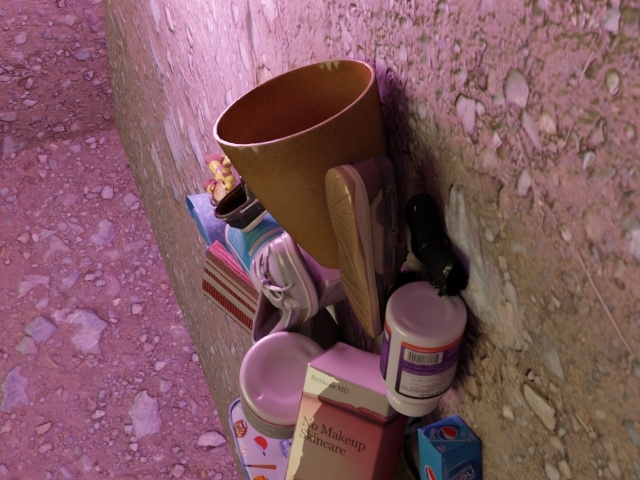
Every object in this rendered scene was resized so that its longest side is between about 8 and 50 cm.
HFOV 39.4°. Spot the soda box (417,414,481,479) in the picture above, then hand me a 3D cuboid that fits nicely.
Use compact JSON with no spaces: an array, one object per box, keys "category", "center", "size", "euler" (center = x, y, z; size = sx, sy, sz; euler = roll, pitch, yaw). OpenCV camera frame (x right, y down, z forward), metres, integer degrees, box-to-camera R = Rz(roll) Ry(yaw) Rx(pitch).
[{"category":"soda box","center":[0.194,0.368,1.320],"size":[0.071,0.067,0.210],"euler":[-135,33,-57]}]

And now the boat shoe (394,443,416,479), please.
[{"category":"boat shoe","center":[0.091,0.364,1.561],"size":[0.103,0.113,0.302],"euler":[-5,102,67]}]

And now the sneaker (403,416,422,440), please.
[{"category":"sneaker","center":[0.137,0.287,1.485],"size":[0.098,0.038,0.069],"euler":[111,142,-48]}]

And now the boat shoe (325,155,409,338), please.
[{"category":"boat shoe","center":[0.075,0.013,1.204],"size":[0.103,0.092,0.285],"euler":[-129,22,-51]}]

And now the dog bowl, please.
[{"category":"dog bowl","center":[-0.268,0.002,2.360],"size":[0.166,0.074,0.297],"euler":[43,155,57]}]

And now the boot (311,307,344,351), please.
[{"category":"boot","center":[0.043,0.225,1.672],"size":[0.246,0.083,0.161],"euler":[67,159,-5]}]

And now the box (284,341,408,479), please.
[{"category":"box","center":[0.047,0.303,1.412],"size":[0.148,0.127,0.232],"euler":[18,108,22]}]

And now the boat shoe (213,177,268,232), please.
[{"category":"boat shoe","center":[-0.110,-0.104,1.662],"size":[0.233,0.079,0.084],"euler":[-43,34,32]}]

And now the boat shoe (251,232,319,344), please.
[{"category":"boat shoe","center":[-0.071,0.099,1.548],"size":[0.320,0.103,0.118],"euler":[98,151,-61]}]

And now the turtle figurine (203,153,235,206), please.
[{"category":"turtle figurine","center":[-0.231,-0.109,2.180],"size":[0.217,0.087,0.269],"euler":[-130,28,-55]}]

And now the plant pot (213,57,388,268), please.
[{"category":"plant pot","center":[0.006,-0.094,1.283],"size":[0.237,0.237,0.254],"euler":[45,162,58]}]

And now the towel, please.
[{"category":"towel","center":[-0.196,0.141,2.240],"size":[0.237,0.037,0.329],"euler":[41,157,7]}]

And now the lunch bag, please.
[{"category":"lunch bag","center":[-0.042,0.437,1.866],"size":[0.115,0.243,0.303],"euler":[42,-154,-76]}]

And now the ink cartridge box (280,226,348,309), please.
[{"category":"ink cartridge box","center":[0.000,0.000,1.557],"size":[0.148,0.086,0.203],"euler":[113,136,-66]}]

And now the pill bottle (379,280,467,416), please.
[{"category":"pill bottle","center":[0.137,0.157,1.234],"size":[0.193,0.108,0.108],"euler":[92,155,-45]}]

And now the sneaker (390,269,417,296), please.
[{"category":"sneaker","center":[0.106,0.062,1.327],"size":[0.170,0.063,0.075],"euler":[55,155,35]}]

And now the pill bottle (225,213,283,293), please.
[{"category":"pill bottle","center":[-0.102,0.007,1.782],"size":[0.264,0.146,0.146],"euler":[-130,29,-52]}]

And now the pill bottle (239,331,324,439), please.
[{"category":"pill bottle","center":[-0.068,0.276,1.630],"size":[0.283,0.160,0.160],"euler":[103,147,-69]}]

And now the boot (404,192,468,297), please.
[{"category":"boot","center":[0.152,0.009,1.163],"size":[0.099,0.045,0.121],"euler":[-122,17,-45]}]

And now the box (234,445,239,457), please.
[{"category":"box","center":[-0.066,0.508,2.057],"size":[0.262,0.127,0.231],"euler":[46,154,19]}]
